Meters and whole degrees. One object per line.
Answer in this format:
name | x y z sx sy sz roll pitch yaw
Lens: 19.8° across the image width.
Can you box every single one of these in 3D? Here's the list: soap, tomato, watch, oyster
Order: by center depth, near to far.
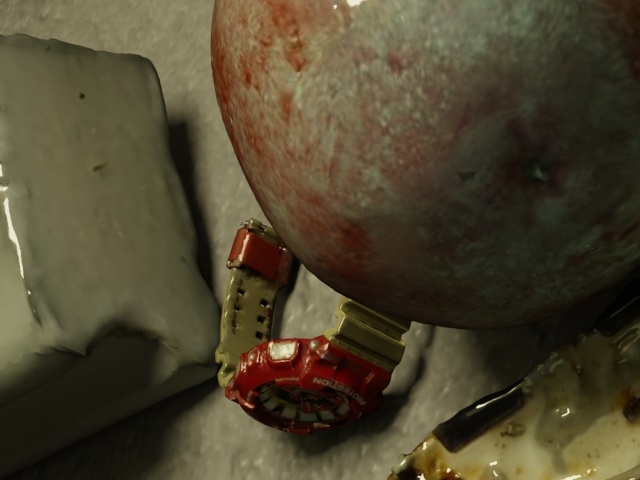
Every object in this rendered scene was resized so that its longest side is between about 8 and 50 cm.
tomato | 0.090 -0.106 1.093 0.317 0.316 0.282 -53 25 16
oyster | 0.165 0.105 1.100 0.345 0.078 0.129 -31 51 25
watch | -0.004 0.008 1.326 0.165 0.102 0.268 -35 42 34
soap | -0.314 0.017 1.509 0.435 0.213 0.350 -25 68 37
